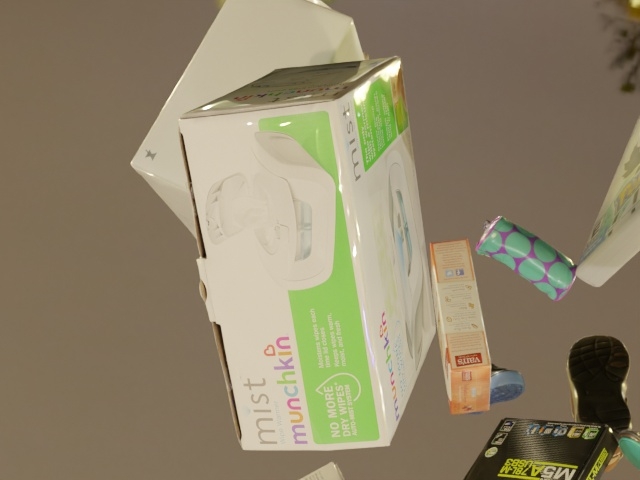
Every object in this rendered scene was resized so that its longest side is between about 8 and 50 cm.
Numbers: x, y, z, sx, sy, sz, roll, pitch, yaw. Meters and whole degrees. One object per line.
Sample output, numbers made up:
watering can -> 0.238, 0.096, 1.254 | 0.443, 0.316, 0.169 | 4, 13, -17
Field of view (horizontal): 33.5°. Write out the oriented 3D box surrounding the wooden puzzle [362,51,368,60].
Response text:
wooden puzzle -> 0.002, -0.132, 1.554 | 0.044, 0.221, 0.238 | 35, -110, 15

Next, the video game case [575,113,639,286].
video game case -> 0.395, -0.138, 1.110 | 0.036, 0.329, 0.300 | 30, -123, 1

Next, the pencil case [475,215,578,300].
pencil case -> 0.302, 0.026, 1.563 | 0.152, 0.070, 0.064 | 33, -144, -4

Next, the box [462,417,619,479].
box -> 0.294, 0.330, 1.489 | 0.191, 0.045, 0.184 | -6, -147, 49

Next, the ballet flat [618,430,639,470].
ballet flat -> 0.498, 0.325, 1.530 | 0.203, 0.074, 0.074 | 50, -164, -18

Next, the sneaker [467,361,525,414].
sneaker -> 0.317, 0.268, 2.042 | 0.082, 0.232, 0.090 | 9, -113, -18

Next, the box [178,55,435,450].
box -> 0.000, 0.000, 0.857 | 0.127, 0.261, 0.231 | -5, -165, 16

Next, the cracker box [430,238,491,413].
cracker box -> 0.219, 0.136, 1.679 | 0.067, 0.155, 0.232 | -7, -125, 3

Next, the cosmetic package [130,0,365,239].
cosmetic package -> -0.054, -0.106, 1.106 | 0.138, 0.224, 0.224 | 24, 168, 19

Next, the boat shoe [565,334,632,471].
boat shoe -> 0.529, 0.309, 2.040 | 0.123, 0.119, 0.324 | 3, -148, 14

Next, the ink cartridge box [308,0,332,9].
ink cartridge box -> -0.062, -0.344, 1.532 | 0.140, 0.082, 0.190 | 32, -167, -25

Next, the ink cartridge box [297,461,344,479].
ink cartridge box -> -0.038, 0.422, 1.505 | 0.203, 0.148, 0.086 | -27, -130, -7
